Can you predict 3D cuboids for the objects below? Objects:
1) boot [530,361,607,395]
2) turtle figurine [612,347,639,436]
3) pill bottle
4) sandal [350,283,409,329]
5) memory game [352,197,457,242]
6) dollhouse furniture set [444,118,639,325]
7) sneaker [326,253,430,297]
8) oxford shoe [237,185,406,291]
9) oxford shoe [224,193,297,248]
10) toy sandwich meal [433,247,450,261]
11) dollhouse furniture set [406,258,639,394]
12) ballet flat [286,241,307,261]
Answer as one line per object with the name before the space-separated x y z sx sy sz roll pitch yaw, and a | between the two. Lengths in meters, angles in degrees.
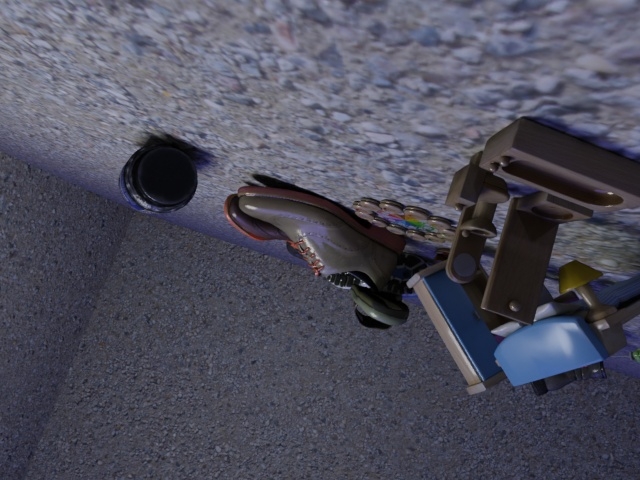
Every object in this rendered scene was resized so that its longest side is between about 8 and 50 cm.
boot | 0.755 0.345 1.368 0.223 0.338 0.118 -24 116 17
turtle figurine | 0.785 0.332 0.928 0.275 0.197 0.266 -3 154 23
pill bottle | -0.297 -0.110 0.774 0.123 0.122 0.219 23 172 -28
sandal | 0.113 0.149 0.897 0.120 0.086 0.303 14 -179 6
memory game | 0.139 -0.029 0.693 0.186 0.012 0.186 19 173 2
dollhouse furniture set | 0.180 0.000 0.371 0.144 0.123 0.151 20 173 -4
sneaker | 0.152 0.093 1.107 0.330 0.129 0.147 13 168 40
oxford shoe | 0.000 0.000 0.793 0.349 0.130 0.123 21 172 -17
oxford shoe | -0.068 -0.044 0.880 0.272 0.096 0.098 16 161 -40
toy sandwich meal | 0.262 0.041 0.827 0.086 0.029 0.085 19 173 3
dollhouse furniture set | 0.321 0.052 0.593 0.287 0.198 0.303 -18 158 -23
ballet flat | 0.028 0.050 1.268 0.281 0.095 0.096 19 161 1
